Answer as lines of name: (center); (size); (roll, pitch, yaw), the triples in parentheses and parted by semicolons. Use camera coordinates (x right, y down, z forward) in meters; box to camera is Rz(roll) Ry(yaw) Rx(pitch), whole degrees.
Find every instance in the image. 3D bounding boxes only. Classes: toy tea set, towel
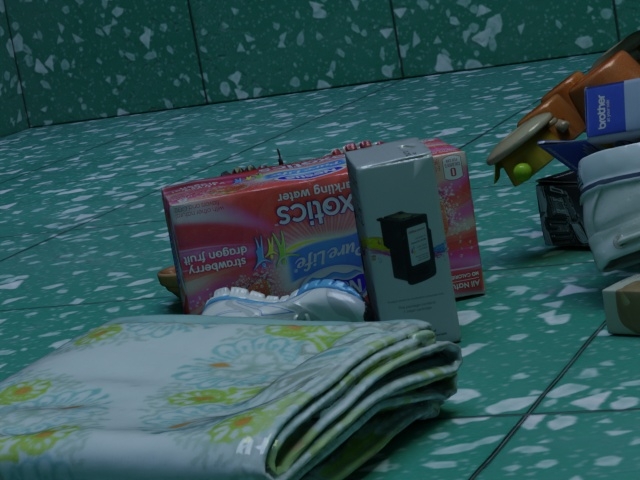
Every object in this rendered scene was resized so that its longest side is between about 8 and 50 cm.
toy tea set: (0.314, -0.126, 1.942); (0.200, 0.124, 0.336); (-37, 2, 25)
towel: (-0.117, 0.134, 1.348); (0.374, 0.090, 0.320); (-4, 11, 30)

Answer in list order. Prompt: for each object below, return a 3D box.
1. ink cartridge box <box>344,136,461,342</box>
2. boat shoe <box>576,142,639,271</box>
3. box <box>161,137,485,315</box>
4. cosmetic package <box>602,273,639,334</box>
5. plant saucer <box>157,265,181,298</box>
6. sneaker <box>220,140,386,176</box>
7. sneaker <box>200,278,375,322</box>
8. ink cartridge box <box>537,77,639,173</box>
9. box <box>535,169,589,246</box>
ink cartridge box: (0.074, 0.002, 1.632); (0.072, 0.175, 0.127); (-10, 10, -2)
boat shoe: (0.408, -0.024, 1.556); (0.367, 0.156, 0.136); (-9, -13, 21)
box: (0.000, 0.000, 1.787); (0.300, 0.154, 0.142); (-10, 11, -7)
cosmetic package: (0.304, 0.055, 1.499); (0.115, 0.041, 0.060); (0, 14, 43)
plant saucer: (-0.080, 0.033, 1.954); (0.200, 0.037, 0.200); (-10, 4, 1)
sneaker: (0.000, -0.045, 2.152); (0.299, 0.121, 0.112); (-4, -21, -10)
sneaker: (-0.040, 0.086, 1.632); (0.191, 0.071, 0.083); (-7, 23, 32)
ink cartridge box: (0.378, -0.112, 1.655); (0.311, 0.065, 0.186); (-11, -17, 28)
box: (0.424, -0.062, 1.917); (0.307, 0.076, 0.242); (-19, 14, -41)
